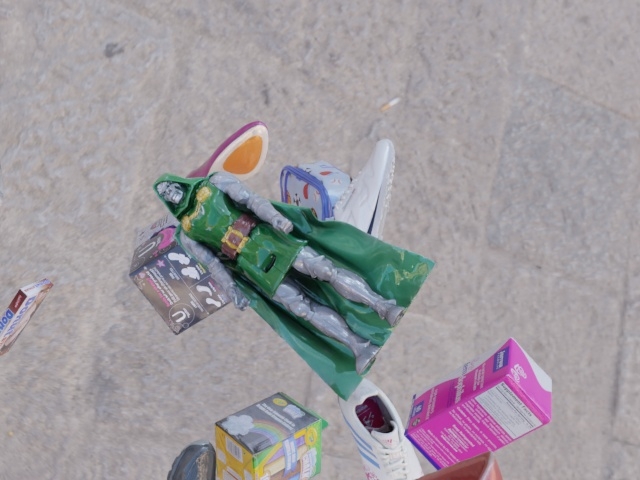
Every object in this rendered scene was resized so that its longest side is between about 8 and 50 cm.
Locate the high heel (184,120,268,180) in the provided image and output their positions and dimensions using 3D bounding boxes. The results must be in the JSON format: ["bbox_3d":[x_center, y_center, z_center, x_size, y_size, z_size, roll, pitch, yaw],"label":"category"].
[{"bbox_3d":[-0.165,-0.132,1.284,0.082,0.244,0.117,10,44,-30],"label":"high heel"}]

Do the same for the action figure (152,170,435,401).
[{"bbox_3d":[-0.042,0.013,0.625,0.232,0.063,0.137,33,101,13],"label":"action figure"}]

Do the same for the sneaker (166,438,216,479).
[{"bbox_3d":[-0.203,0.474,1.318,0.101,0.106,0.268,0,100,-48],"label":"sneaker"}]

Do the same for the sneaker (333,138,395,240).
[{"bbox_3d":[0.072,-0.068,1.350,0.094,0.090,0.235,14,85,14],"label":"sneaker"}]

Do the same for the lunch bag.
[{"bbox_3d":[0.000,0.000,1.563,0.114,0.243,0.304,-12,115,-26],"label":"lunch bag"}]

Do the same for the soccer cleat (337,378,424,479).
[{"bbox_3d":[0.140,0.445,1.647,0.116,0.143,0.331,-32,99,-16],"label":"soccer cleat"}]

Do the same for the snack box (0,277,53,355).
[{"bbox_3d":[-0.512,0.135,1.291,0.022,0.178,0.064,44,25,6],"label":"snack box"}]

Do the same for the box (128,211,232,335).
[{"bbox_3d":[-0.277,0.047,1.548,0.142,0.247,0.163,-33,112,3],"label":"box"}]

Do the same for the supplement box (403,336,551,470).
[{"bbox_3d":[0.259,0.275,1.271,0.114,0.220,0.111,47,28,-10],"label":"supplement box"}]

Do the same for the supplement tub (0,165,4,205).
[{"bbox_3d":[-0.559,-0.185,1.072,0.193,0.193,0.316,-6,77,-28],"label":"supplement tub"}]

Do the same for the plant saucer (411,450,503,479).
[{"bbox_3d":[0.002,0.256,0.428,0.047,0.258,0.259,36,61,2],"label":"plant saucer"}]

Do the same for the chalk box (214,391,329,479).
[{"bbox_3d":[-0.082,0.393,1.500,0.213,0.132,0.132,-17,119,-38],"label":"chalk box"}]
